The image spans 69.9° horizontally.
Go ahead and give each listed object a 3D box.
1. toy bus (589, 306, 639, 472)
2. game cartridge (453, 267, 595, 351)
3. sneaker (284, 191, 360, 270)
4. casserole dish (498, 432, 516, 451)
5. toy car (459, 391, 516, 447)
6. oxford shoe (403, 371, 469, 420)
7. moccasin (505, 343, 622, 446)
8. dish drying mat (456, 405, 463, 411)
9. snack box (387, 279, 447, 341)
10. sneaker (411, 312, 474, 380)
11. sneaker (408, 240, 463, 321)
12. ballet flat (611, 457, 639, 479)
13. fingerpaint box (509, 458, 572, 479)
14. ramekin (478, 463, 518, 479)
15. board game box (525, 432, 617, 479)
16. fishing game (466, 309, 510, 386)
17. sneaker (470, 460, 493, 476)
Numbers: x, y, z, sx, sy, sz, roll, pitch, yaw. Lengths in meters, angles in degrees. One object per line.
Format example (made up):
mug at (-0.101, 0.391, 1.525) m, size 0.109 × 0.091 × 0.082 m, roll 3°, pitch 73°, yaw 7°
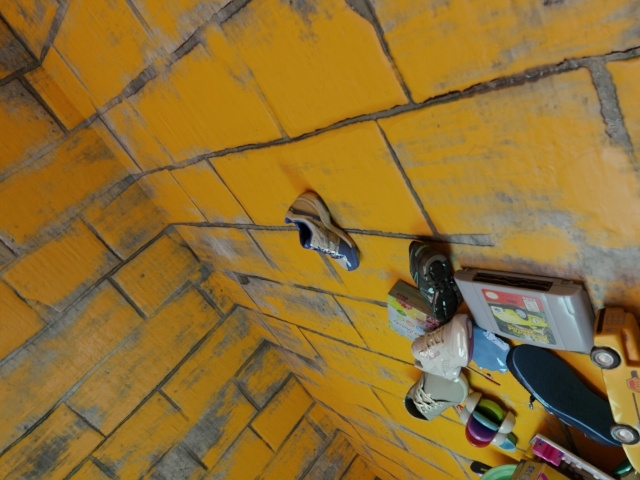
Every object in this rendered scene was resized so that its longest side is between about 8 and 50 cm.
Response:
toy bus at (0.629, 0.295, 0.889) m, size 0.130 × 0.108 × 0.333 m, roll -10°, pitch 108°, yaw 41°
game cartridge at (0.467, 0.160, 1.056) m, size 0.294 × 0.060 × 0.196 m, roll 5°, pitch 138°, yaw 52°
sneaker at (0.000, 0.000, 1.396) m, size 0.296 × 0.131 × 0.111 m, roll 51°, pitch 151°, yaw -17°
casserole dish at (0.611, 0.671, 1.623) m, size 0.188 × 0.037 × 0.114 m, roll 39°, pitch 154°, yaw 13°
toy car at (0.532, 0.604, 1.500) m, size 0.159 × 0.136 × 0.182 m, roll 30°, pitch 136°, yaw 27°
oxford shoe at (0.397, 0.540, 1.614) m, size 0.169 × 0.130 × 0.450 m, roll 49°, pitch 156°, yaw 23°
moccasin at (0.590, 0.397, 1.136) m, size 0.342 × 0.138 × 0.117 m, roll 42°, pitch 159°, yaw 5°
dish drying mat at (0.546, 0.644, 1.707) m, size 0.083 × 0.008 × 0.032 m, roll 34°, pitch 152°, yaw 19°
snack box at (0.294, 0.236, 1.393) m, size 0.174 × 0.070 × 0.207 m, roll 27°, pitch 151°, yaw 29°
sneaker at (0.331, 0.298, 1.258) m, size 0.151 × 0.114 × 0.305 m, roll 10°, pitch 141°, yaw 9°
sneaker at (0.298, 0.103, 1.194) m, size 0.106 × 0.101 × 0.268 m, roll 48°, pitch 166°, yaw 50°
ballet flat at (0.791, 0.529, 1.059) m, size 0.124 × 0.116 × 0.343 m, roll 47°, pitch 156°, yaw 39°
fingerpaint box at (0.764, 0.834, 1.350) m, size 0.370 × 0.163 × 0.445 m, roll 29°, pitch 167°, yaw 24°
ramekin at (0.718, 0.993, 1.664) m, size 0.303 × 0.303 × 0.148 m, roll 21°, pitch 154°, yaw 39°
board game box at (0.775, 0.690, 1.276) m, size 0.389 × 0.050 × 0.390 m, roll 28°, pitch 167°, yaw 30°
fishing game at (0.456, 0.295, 1.288) m, size 0.189 × 0.041 × 0.264 m, roll 25°, pitch 141°, yaw 35°
sneaker at (0.702, 0.990, 1.948) m, size 0.059 × 0.053 × 0.144 m, roll 51°, pitch 154°, yaw -20°
